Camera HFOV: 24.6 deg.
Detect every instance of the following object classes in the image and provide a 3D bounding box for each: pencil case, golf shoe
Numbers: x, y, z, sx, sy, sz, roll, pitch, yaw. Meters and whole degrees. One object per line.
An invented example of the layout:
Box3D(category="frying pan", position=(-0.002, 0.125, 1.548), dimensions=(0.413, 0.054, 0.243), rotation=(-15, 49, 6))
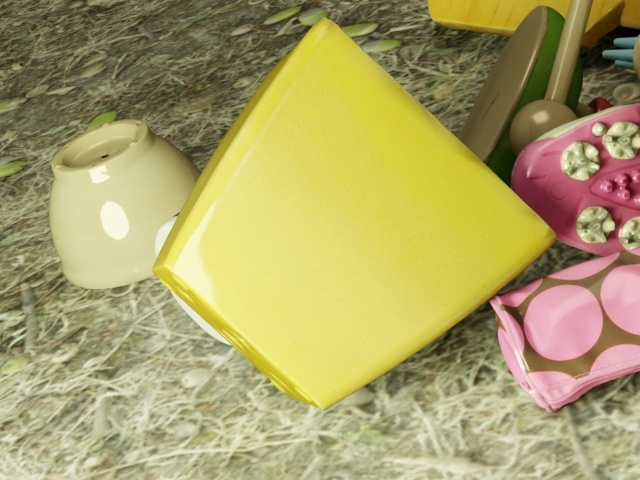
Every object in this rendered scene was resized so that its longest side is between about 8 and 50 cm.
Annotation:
Box3D(category="pencil case", position=(0.220, 0.049, 0.952), dimensions=(0.209, 0.095, 0.098), rotation=(-19, 54, 9))
Box3D(category="golf shoe", position=(0.267, -0.054, 1.052), dimensions=(0.306, 0.115, 0.140), rotation=(-7, 12, -16))

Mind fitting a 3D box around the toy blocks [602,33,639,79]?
Box3D(category="toy blocks", position=(0.318, -0.142, 1.201), dimensions=(0.123, 0.054, 0.148), rotation=(10, 3, -40))

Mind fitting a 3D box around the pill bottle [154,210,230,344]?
Box3D(category="pill bottle", position=(-0.022, -0.018, 1.200), dimensions=(0.208, 0.119, 0.119), rotation=(-37, 32, -28))

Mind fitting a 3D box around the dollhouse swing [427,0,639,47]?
Box3D(category="dollhouse swing", position=(0.340, -0.315, 1.540), dimensions=(0.347, 0.305, 0.315), rotation=(19, 89, 51))

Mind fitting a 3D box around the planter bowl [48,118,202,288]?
Box3D(category="planter bowl", position=(-0.187, -0.045, 1.374), dimensions=(0.162, 0.109, 0.162), rotation=(-17, 27, 9))

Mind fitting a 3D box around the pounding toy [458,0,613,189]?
Box3D(category="pounding toy", position=(0.193, -0.095, 1.183), dimensions=(0.237, 0.110, 0.182), rotation=(133, 161, -73))

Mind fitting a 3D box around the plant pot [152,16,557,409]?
Box3D(category="plant pot", position=(0.000, 0.000, 1.028), dimensions=(0.187, 0.212, 0.212), rotation=(-48, 6, -10))
